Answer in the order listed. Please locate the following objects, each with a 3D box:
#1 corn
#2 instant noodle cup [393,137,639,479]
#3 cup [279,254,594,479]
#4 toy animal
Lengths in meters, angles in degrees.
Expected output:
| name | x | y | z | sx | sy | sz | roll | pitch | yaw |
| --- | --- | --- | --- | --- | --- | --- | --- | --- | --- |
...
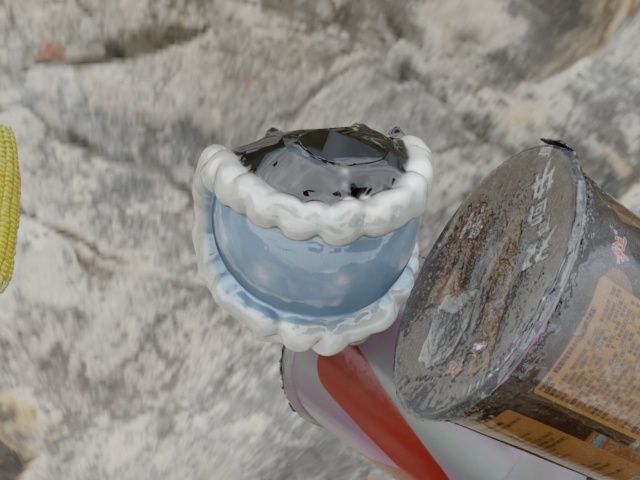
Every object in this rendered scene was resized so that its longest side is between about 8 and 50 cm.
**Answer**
| name | x | y | z | sx | sy | sz | roll | pitch | yaw |
| --- | --- | --- | --- | --- | --- | --- | --- | --- | --- |
| corn | -0.311 | -0.031 | 1.520 | 0.085 | 0.063 | 0.165 | 17 | 68 | -48 |
| instant noodle cup | 0.194 | 0.070 | 1.182 | 0.207 | 0.217 | 0.217 | 29 | 75 | -19 |
| cup | 0.117 | 0.158 | 1.506 | 0.203 | 0.203 | 0.288 | -37 | 41 | -13 |
| toy animal | 0.000 | 0.000 | 1.413 | 0.208 | 0.204 | 0.156 | -3 | 40 | -13 |
